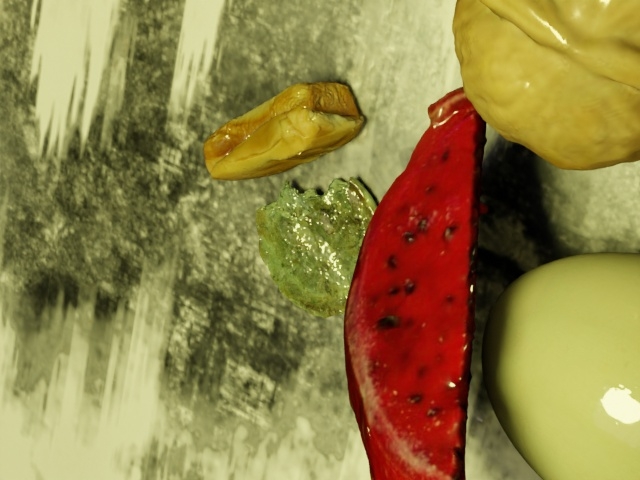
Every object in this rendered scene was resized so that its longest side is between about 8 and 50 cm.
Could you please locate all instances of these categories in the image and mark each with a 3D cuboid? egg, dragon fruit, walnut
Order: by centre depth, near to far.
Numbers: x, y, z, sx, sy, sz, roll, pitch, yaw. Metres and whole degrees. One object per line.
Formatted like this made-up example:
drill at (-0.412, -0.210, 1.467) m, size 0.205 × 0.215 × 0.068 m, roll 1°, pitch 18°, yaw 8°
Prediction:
walnut at (0.190, -0.159, 1.265) m, size 0.257 × 0.257 × 0.224 m, roll 39°, pitch 122°, yaw 22°
egg at (0.223, 0.105, 1.359) m, size 0.242 × 0.186 × 0.186 m, roll 25°, pitch 117°, yaw 25°
dragon fruit at (0.068, 0.089, 1.411) m, size 0.100 × 0.343 × 0.282 m, roll 2°, pitch 149°, yaw 5°

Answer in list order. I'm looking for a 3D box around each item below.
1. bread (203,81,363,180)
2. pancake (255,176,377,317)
bread at (-0.031, -0.084, 1.569) m, size 0.132 × 0.074 × 0.053 m, roll -22°, pitch 79°, yaw 37°
pancake at (0.001, 0.006, 1.603) m, size 0.129 × 0.022 × 0.116 m, roll -2°, pitch 104°, yaw 37°
